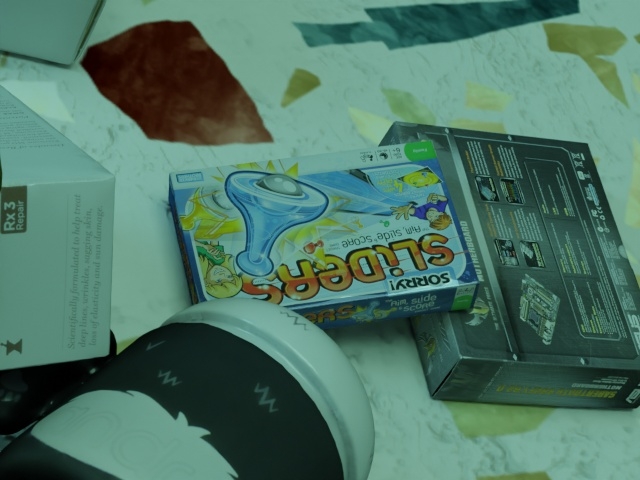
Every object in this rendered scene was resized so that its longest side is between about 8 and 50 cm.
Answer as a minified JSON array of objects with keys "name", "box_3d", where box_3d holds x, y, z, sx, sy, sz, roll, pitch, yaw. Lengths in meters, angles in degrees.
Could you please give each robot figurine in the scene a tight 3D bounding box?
[{"name":"robot figurine","box_3d":[-0.087,0.151,1.023,0.278,0.173,0.209,-41,112,-44]}]

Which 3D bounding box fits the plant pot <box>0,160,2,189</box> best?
[{"name":"plant pot","box_3d":[-0.319,0.059,0.795,0.366,0.366,0.353,25,55,-7]}]

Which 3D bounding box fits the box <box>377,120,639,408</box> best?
[{"name":"box","box_3d":[0.151,0.018,1.340,0.183,0.056,0.231,4,51,-23]}]

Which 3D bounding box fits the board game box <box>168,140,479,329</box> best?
[{"name":"board game box","box_3d":[0.000,0.000,1.250,0.201,0.035,0.136,-8,55,-12]}]

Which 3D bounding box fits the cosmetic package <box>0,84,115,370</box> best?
[{"name":"cosmetic package","box_3d":[-0.202,-0.016,1.062,0.085,0.117,0.231,-6,22,-28]}]

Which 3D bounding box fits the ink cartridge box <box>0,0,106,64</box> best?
[{"name":"ink cartridge box","box_3d":[-0.300,-0.345,1.339,0.279,0.160,0.384,10,48,-20]}]
